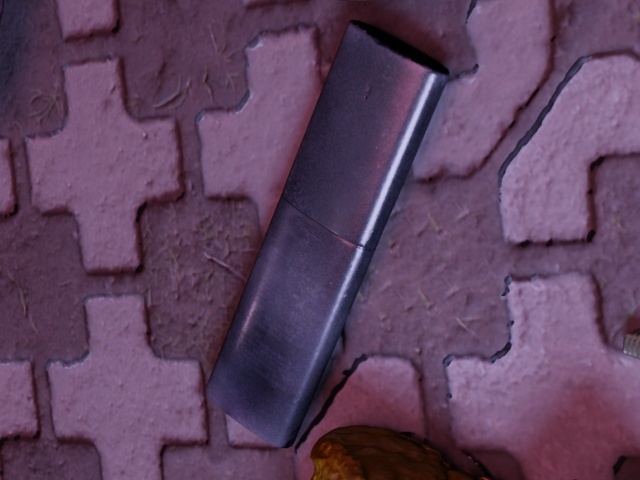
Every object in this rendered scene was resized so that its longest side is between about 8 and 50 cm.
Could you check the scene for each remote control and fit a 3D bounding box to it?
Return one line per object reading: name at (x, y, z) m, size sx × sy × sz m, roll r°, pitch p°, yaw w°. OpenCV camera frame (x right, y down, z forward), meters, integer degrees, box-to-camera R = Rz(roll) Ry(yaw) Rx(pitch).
remote control at (0.000, 0.000, 1.288) m, size 0.107 × 0.044 × 0.377 m, roll 32°, pitch 113°, yaw 24°

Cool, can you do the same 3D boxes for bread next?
bread at (0.067, 0.258, 1.209) m, size 0.260 × 0.147 × 0.160 m, roll 33°, pitch 110°, yaw 28°

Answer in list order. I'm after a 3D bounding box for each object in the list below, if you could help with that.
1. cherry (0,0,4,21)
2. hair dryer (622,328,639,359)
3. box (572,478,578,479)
cherry at (-0.432, -0.225, 1.477) m, size 0.300 × 0.203 × 0.230 m, roll -43°, pitch 69°, yaw 16°
hair dryer at (0.345, 0.204, 1.033) m, size 0.298 × 0.119 × 0.296 m, roll -3°, pitch 86°, yaw 47°
box at (0.185, 0.305, 1.106) m, size 0.240 × 0.153 × 0.074 m, roll -55°, pitch 23°, yaw 20°
